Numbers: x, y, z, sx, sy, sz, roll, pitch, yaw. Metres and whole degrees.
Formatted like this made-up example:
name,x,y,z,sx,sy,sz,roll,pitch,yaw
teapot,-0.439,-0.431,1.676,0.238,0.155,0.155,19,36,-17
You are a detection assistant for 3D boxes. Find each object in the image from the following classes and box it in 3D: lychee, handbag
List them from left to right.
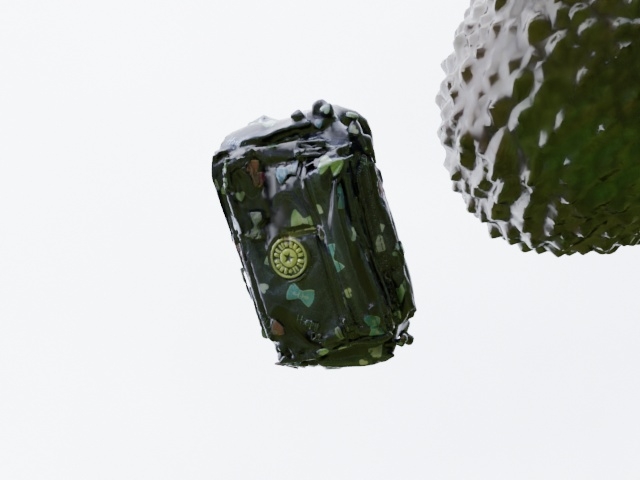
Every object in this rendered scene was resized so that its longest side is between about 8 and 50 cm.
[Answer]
name,x,y,z,sx,sy,sz,roll,pitch,yaw
handbag,0.000,0.000,1.264,0.162,0.113,0.260,-12,-80,16
lychee,0.132,-0.068,0.632,0.171,0.171,0.171,-10,-48,-11
